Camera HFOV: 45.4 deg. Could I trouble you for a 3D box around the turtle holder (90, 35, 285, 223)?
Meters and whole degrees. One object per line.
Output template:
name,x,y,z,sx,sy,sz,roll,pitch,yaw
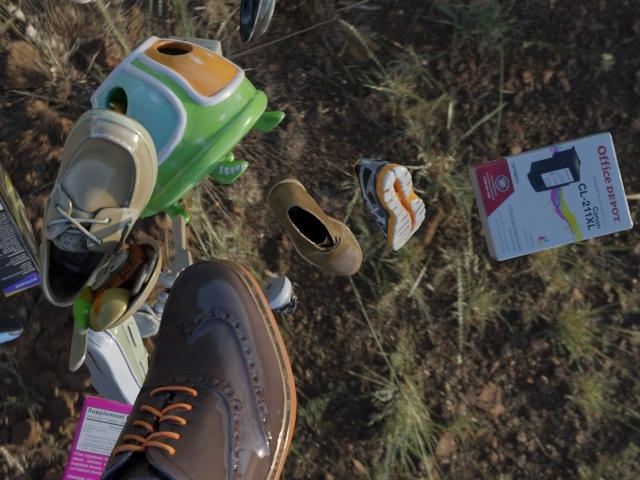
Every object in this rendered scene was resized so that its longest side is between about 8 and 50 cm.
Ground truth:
turtle holder,-0.237,-0.173,1.194,0.227,0.320,0.243,44,59,-15

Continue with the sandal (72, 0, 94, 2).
sandal,-0.571,-0.596,1.716,0.102,0.265,0.076,36,78,-3

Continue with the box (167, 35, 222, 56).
box,-0.298,-0.284,1.661,0.121,0.311,0.148,7,144,2

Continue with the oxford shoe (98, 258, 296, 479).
oxford shoe,-0.075,0.119,0.455,0.097,0.271,0.098,-14,147,15

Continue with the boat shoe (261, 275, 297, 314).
boat shoe,-0.087,0.132,1.712,0.076,0.228,0.080,39,79,-9

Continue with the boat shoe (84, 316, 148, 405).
boat shoe,-0.335,0.214,1.312,0.109,0.302,0.094,29,59,16

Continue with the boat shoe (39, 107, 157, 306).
boat shoe,-0.270,-0.026,0.894,0.109,0.098,0.302,23,138,-14

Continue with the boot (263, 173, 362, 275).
boot,0.000,0.000,1.529,0.112,0.115,0.305,-41,132,4

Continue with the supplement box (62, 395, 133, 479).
supplement box,-0.290,0.332,1.025,0.114,0.111,0.219,16,65,-12

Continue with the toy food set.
toy food set,-0.229,0.047,0.864,0.192,0.132,0.038,-41,123,13

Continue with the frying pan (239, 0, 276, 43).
frying pan,-0.131,-0.509,1.497,0.053,0.326,0.197,6,125,-17

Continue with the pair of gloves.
pair of gloves,-0.306,0.128,1.510,0.240,0.042,0.204,-19,143,14

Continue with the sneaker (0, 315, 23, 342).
sneaker,-0.740,0.211,1.615,0.209,0.069,0.082,-5,122,-33

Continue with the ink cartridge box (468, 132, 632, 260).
ink cartridge box,0.294,-0.058,0.990,0.175,0.072,0.127,-15,93,4

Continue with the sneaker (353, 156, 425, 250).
sneaker,0.112,-0.064,1.259,0.084,0.083,0.214,-46,146,-19

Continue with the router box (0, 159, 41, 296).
router box,-0.637,-0.071,1.487,0.081,0.309,0.242,-24,124,-14
